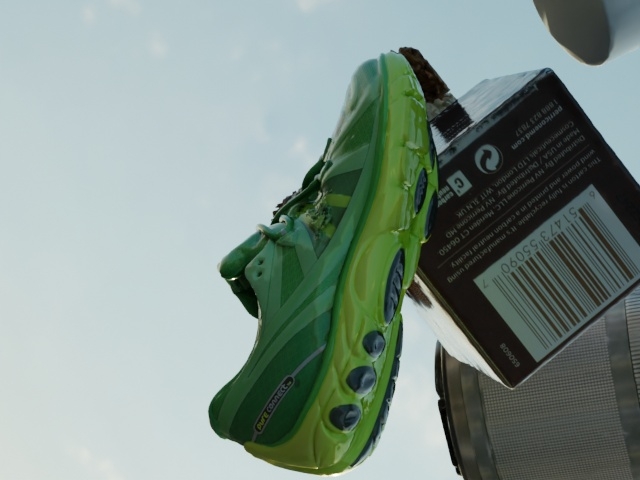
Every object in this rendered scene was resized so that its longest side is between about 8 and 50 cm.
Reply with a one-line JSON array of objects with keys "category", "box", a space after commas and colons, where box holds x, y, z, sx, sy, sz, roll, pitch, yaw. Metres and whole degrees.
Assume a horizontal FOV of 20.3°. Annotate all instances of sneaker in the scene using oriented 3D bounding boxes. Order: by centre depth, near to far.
[{"category": "sneaker", "box": [0.000, 0.000, 1.110, 0.123, 0.295, 0.109, 6, -31, 18]}]

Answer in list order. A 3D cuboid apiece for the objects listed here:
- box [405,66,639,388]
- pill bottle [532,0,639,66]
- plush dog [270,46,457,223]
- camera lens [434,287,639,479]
[{"category": "box", "box": [0.134, -0.013, 1.347, 0.167, 0.168, 0.203, 51, -5, -8]}, {"category": "pill bottle", "box": [0.318, -0.260, 1.440, 0.169, 0.301, 0.169, 55, -16, 24]}, {"category": "plush dog", "box": [0.053, -0.027, 1.568, 0.210, 0.225, 0.262, 49, 5, -27]}, {"category": "camera lens", "box": [0.258, 0.139, 1.705, 0.274, 0.219, 0.219, -9, -55, 15]}]
